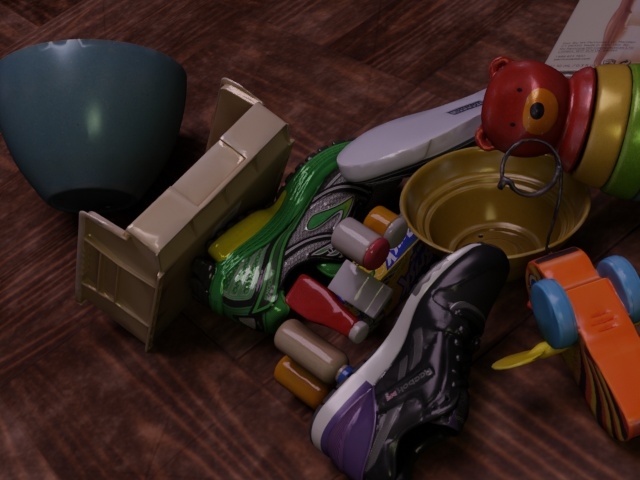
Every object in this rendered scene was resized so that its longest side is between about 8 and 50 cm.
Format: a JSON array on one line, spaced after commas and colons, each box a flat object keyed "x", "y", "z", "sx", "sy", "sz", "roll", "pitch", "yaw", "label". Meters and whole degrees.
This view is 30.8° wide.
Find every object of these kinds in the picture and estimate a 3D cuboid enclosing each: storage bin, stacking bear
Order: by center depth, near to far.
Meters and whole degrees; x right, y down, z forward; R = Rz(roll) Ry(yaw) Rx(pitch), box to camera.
[{"x": 0.320, "y": -0.126, "z": 1.288, "sx": 0.288, "sy": 0.176, "sz": 0.164, "roll": 12, "pitch": 13, "yaw": 1, "label": "stacking bear"}, {"x": -0.172, "y": -0.032, "z": 1.455, "sx": 0.123, "sy": 0.260, "sz": 0.262, "roll": 37, "pitch": 60, "yaw": 9, "label": "storage bin"}]

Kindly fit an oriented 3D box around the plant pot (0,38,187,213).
[{"x": -0.342, "y": -0.151, "z": 1.733, "sx": 0.290, "sy": 0.290, "sz": 0.196, "roll": -9, "pitch": 74, "yaw": 20, "label": "plant pot"}]

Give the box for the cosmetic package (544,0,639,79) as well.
[{"x": 0.399, "y": -0.244, "z": 1.494, "sx": 0.129, "sy": 0.153, "sz": 0.296, "roll": 5, "pitch": 47, "yaw": 32, "label": "cosmetic package"}]

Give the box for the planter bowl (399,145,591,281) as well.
[{"x": 0.202, "y": -0.015, "z": 1.354, "sx": 0.217, "sy": 0.090, "sz": 0.217, "roll": -4, "pitch": 39, "yaw": 4, "label": "planter bowl"}]

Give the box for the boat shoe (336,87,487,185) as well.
[{"x": 0.164, "y": -0.114, "z": 1.476, "sx": 0.301, "sy": 0.102, "sz": 0.108, "roll": -23, "pitch": 26, "yaw": -22, "label": "boat shoe"}]

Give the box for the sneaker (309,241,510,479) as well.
[{"x": 0.124, "y": 0.138, "z": 1.197, "sx": 0.283, "sy": 0.107, "sz": 0.124, "roll": -52, "pitch": 49, "yaw": -1, "label": "sneaker"}]

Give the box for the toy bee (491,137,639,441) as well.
[{"x": 0.270, "y": 0.066, "z": 1.184, "sx": 0.195, "sy": 0.162, "sz": 0.298, "roll": 1, "pitch": 68, "yaw": 1, "label": "toy bee"}]

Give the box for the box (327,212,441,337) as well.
[{"x": 0.080, "y": 0.037, "z": 1.399, "sx": 0.054, "sy": 0.059, "sz": 0.169, "roll": 22, "pitch": 56, "yaw": 39, "label": "box"}]

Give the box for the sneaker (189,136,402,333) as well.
[{"x": 0.000, "y": 0.000, "z": 1.464, "sx": 0.146, "sy": 0.134, "sz": 0.343, "roll": 33, "pitch": 58, "yaw": 21, "label": "sneaker"}]

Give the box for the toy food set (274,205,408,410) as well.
[{"x": 0.037, "y": 0.077, "z": 1.265, "sx": 0.104, "sy": 0.111, "sz": 0.232, "roll": 33, "pitch": 89, "yaw": 29, "label": "toy food set"}]
